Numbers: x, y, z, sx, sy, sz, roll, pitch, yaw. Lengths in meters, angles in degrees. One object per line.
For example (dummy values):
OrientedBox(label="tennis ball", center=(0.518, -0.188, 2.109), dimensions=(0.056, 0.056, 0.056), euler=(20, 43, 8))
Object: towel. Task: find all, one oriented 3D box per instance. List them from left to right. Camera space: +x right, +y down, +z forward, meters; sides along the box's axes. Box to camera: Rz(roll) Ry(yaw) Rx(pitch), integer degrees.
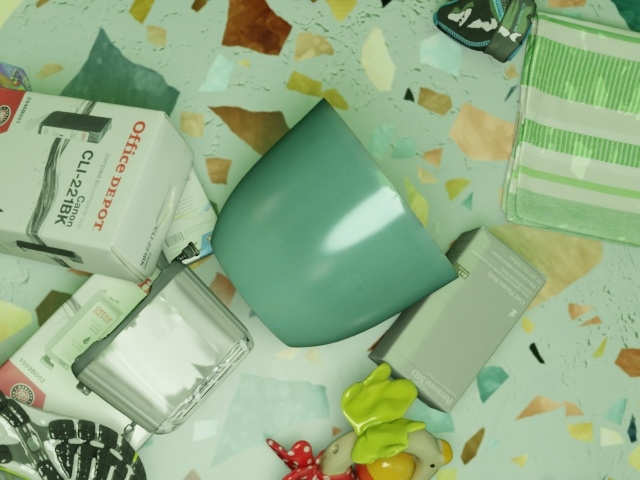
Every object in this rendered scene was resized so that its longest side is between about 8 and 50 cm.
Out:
OrientedBox(label="towel", center=(0.407, -0.165, 1.501), dimensions=(0.247, 0.038, 0.325), euler=(10, 82, -6))

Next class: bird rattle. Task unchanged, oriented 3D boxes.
OrientedBox(label="bird rattle", center=(0.060, 0.301, 1.342), dimensions=(0.207, 0.143, 0.253), euler=(27, 118, -31))

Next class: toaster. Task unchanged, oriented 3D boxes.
OrientedBox(label="toaster", center=(-0.184, 0.130, 1.234), dimensions=(0.146, 0.129, 0.227), euler=(44, 77, -5))

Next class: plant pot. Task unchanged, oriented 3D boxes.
OrientedBox(label="plant pot", center=(0.000, 0.000, 1.321), dimensions=(0.235, 0.293, 0.293), euler=(-37, 89, 4))

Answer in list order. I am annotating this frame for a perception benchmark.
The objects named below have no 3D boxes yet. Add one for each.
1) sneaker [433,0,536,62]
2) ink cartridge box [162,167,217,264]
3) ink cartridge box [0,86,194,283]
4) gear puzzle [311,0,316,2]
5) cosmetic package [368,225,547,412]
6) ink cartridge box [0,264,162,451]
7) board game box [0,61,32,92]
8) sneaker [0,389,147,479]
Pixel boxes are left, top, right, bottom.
OrientedBox(label="sneaker", center=(0.272, -0.440, 1.472), dimensions=(0.139, 0.125, 0.341), euler=(19, 81, -3))
OrientedBox(label="ink cartridge box", center=(-0.193, -0.029, 1.407), dimensions=(0.088, 0.052, 0.122), euler=(-25, 88, -9))
OrientedBox(label="ink cartridge box", center=(-0.328, -0.075, 1.299), dimensions=(0.272, 0.114, 0.197), euler=(11, 69, 18))
OrientedBox(label="gear puzzle", center=(-0.106, -0.476, 1.471), dimensions=(0.175, 0.044, 0.339), euler=(-44, 90, -9))
OrientedBox(label="cosmetic package", center=(0.190, 0.111, 1.412), dimensions=(0.127, 0.107, 0.238), euler=(37, 78, -5))
OrientedBox(label="ink cartridge box", center=(-0.279, 0.168, 1.341), dimensions=(0.207, 0.117, 0.283), euler=(43, 81, 0))
OrientedBox(label="board game box", center=(-0.491, -0.198, 1.400), dimensions=(0.168, 0.033, 0.133), euler=(16, 82, -4))
OrientedBox(label="sneaker", center=(-0.347, 0.256, 1.217), dimensions=(0.300, 0.121, 0.111), euler=(33, 60, -20))
